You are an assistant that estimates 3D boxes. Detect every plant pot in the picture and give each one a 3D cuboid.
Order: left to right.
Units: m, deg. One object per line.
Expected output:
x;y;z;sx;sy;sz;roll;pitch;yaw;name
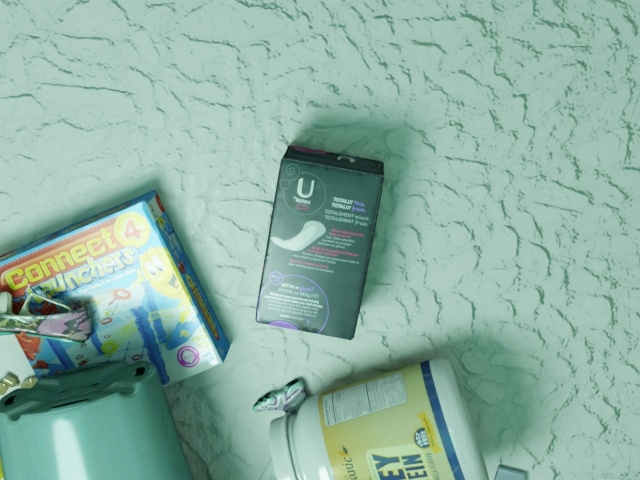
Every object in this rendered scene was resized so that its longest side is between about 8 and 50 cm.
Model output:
-0.341;0.380;1.619;0.341;0.341;0.334;-10;99;5;plant pot

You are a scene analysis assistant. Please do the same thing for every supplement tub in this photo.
0.095;0.340;1.708;0.316;0.228;0.228;-18;103;7;supplement tub

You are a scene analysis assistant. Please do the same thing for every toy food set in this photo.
-0.525;0.271;1.829;0.122;0.019;0.078;5;105;-7;toy food set

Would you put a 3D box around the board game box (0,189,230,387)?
-0.354;0.115;1.745;0.308;0.086;0.302;-23;103;8;board game box

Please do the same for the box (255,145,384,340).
0.000;0.000;1.669;0.165;0.143;0.270;11;104;1;box

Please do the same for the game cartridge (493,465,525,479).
0.327;0.439;1.833;0.056;0.017;0.083;13;105;-4;game cartridge

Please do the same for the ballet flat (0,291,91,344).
-0.478;0.123;1.677;0.221;0.077;0.079;3;86;-3;ballet flat

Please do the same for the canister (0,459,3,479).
-0.650;0.418;1.844;0.170;0.073;0.126;-40;100;10;canister

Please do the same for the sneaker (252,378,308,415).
-0.062;0.290;1.801;0.098;0.038;0.069;-27;101;9;sneaker

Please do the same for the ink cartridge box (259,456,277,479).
-0.029;0.471;1.855;0.179;0.045;0.145;30;105;12;ink cartridge box
